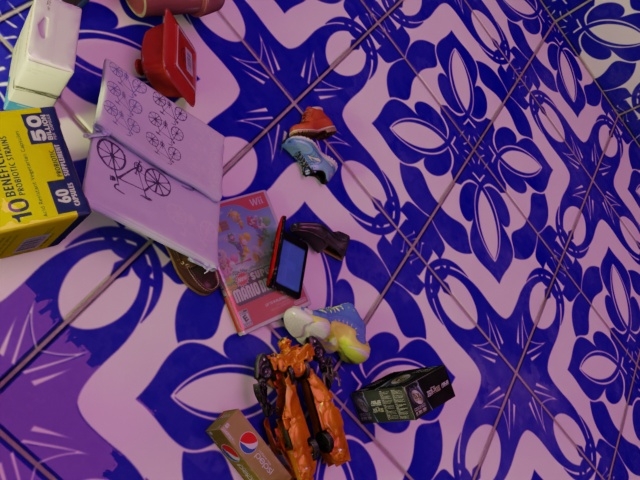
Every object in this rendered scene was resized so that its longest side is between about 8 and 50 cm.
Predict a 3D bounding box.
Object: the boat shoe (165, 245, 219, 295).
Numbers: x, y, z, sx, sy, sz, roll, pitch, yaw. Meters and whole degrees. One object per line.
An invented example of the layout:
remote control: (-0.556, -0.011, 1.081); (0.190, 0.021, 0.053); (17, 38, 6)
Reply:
boat shoe: (-0.266, 0.018, 1.305); (0.207, 0.073, 0.073); (56, 45, -10)

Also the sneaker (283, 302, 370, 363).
sneaker: (0.016, 0.185, 1.471); (0.240, 0.091, 0.126); (37, 40, -29)

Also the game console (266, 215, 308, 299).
game console: (-0.065, 0.038, 1.420); (0.085, 0.124, 0.144); (12, 63, -7)

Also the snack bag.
snack bag: (-0.306, -0.141, 1.248); (0.323, 0.037, 0.343); (33, 44, -42)

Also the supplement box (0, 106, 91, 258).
supplement box: (-0.581, -0.066, 1.003); (0.356, 0.195, 0.194); (-18, 85, -41)

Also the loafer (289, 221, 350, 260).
loafer: (0.000, 0.000, 1.534); (0.170, 0.062, 0.061); (17, 68, -32)

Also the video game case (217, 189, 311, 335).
video game case: (-0.148, 0.042, 1.420); (0.204, 0.025, 0.285); (-20, 86, -42)

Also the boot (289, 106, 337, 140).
boot: (-0.032, -0.293, 1.624); (0.157, 0.059, 0.085); (-20, 83, -50)

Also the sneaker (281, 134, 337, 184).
sneaker: (-0.028, -0.195, 1.583); (0.162, 0.063, 0.073); (33, 59, -25)

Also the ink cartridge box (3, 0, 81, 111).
ink cartridge box: (-0.502, -0.325, 1.165); (0.082, 0.190, 0.140); (14, 66, -34)

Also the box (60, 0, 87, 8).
box: (-0.574, -0.552, 1.279); (0.244, 0.060, 0.101); (40, 53, -21)

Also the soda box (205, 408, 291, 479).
soda box: (-0.139, 0.417, 1.263); (0.181, 0.061, 0.058); (54, 49, -10)

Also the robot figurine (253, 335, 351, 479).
robot figurine: (-0.045, 0.345, 1.351); (0.211, 0.085, 0.291); (-12, 82, -41)

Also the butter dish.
butter dish: (-0.337, -0.377, 1.375); (0.160, 0.118, 0.160); (55, 29, -67)

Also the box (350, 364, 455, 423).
box: (0.186, 0.350, 1.470); (0.147, 0.180, 0.078); (-16, 85, -40)

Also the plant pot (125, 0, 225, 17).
plant pot: (-0.333, -0.576, 1.408); (0.180, 0.201, 0.201); (-29, 92, -26)
